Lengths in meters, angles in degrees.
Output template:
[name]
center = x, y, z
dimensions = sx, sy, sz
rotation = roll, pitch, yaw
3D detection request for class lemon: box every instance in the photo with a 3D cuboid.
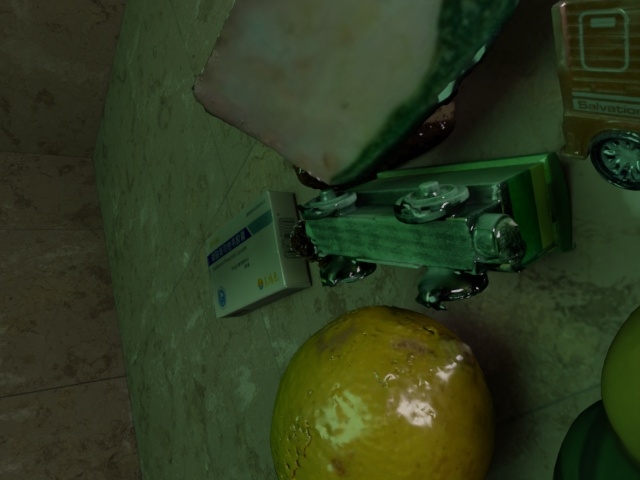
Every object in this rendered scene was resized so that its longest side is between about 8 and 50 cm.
[lemon]
center = 0.073, 0.210, 0.568
dimensions = 0.257, 0.258, 0.310
rotation = 60, 137, 34

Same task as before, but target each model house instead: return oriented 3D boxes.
[model house]
center = 0.024, -0.273, 0.539
dimensions = 0.298, 0.243, 0.284
rotation = -49, 27, 28

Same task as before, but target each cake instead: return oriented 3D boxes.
[cake]
center = 0.058, -0.157, 0.682
dimensions = 0.246, 0.135, 0.112
rotation = -24, 71, 52

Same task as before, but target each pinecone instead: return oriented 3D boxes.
[pinecone]
center = -0.003, 0.000, 0.793
dimensions = 0.102, 0.110, 0.102
rotation = 8, 100, 53

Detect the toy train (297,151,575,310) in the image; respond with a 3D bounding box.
[toy train]
center = 0.116, -0.021, 0.549
dimensions = 0.301, 0.202, 0.120
rotation = 4, 112, 55

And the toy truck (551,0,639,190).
[toy truck]
center = 0.292, -0.103, 0.252
dimensions = 0.305, 0.136, 0.162
rotation = 32, 161, 53

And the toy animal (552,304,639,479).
[toy animal]
center = 0.281, 0.137, 0.322
dimensions = 0.216, 0.191, 0.338
rotation = -127, 49, -56

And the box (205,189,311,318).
[box]
center = -0.153, 0.045, 1.044
dimensions = 0.343, 0.065, 0.200
rotation = -29, 68, 51
